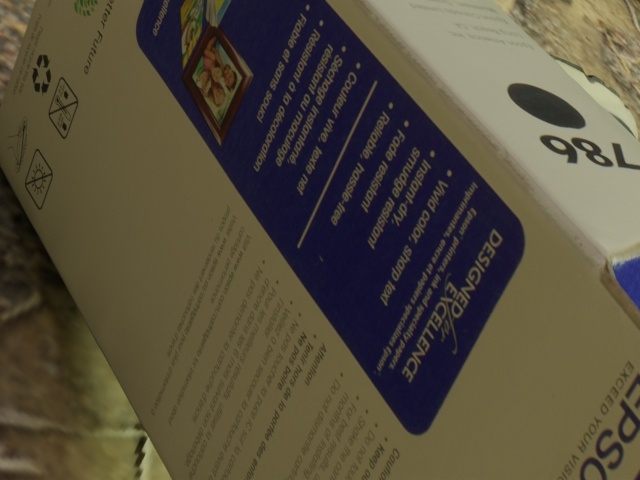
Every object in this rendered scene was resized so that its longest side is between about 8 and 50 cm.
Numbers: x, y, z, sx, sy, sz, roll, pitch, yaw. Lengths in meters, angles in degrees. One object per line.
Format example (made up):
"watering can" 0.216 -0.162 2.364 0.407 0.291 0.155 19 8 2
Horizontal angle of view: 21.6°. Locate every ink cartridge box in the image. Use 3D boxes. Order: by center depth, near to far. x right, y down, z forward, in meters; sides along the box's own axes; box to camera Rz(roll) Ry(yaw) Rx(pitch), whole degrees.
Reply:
"ink cartridge box" 0.000 0.000 0.490 0.065 0.165 0.333 4 35 -34

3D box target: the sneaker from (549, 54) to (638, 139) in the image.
"sneaker" 0.048 -0.016 0.730 0.275 0.107 0.110 -7 74 -47
